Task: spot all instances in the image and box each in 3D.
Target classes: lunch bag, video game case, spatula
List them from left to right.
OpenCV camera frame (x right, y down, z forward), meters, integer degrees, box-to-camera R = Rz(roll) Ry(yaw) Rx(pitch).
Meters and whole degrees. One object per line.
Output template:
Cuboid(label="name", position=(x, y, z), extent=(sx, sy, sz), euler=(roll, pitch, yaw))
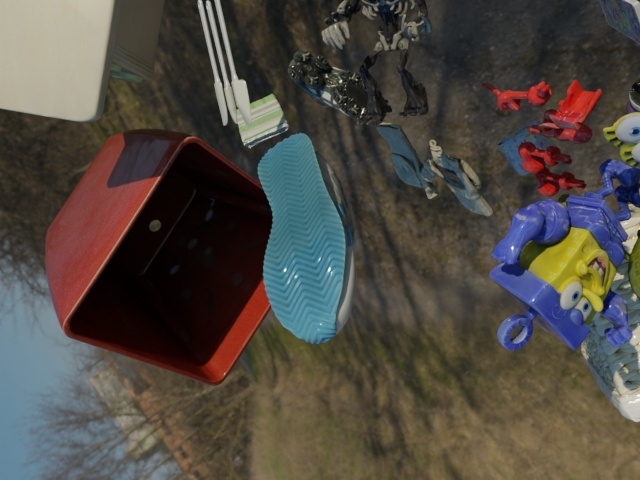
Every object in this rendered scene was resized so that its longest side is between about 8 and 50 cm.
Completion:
Cuboid(label="spatula", position=(-0.180, -0.334, 1.237), extent=(0.168, 0.019, 0.242), euler=(-156, 53, -66))
Cuboid(label="lunch bag", position=(0.349, -0.154, 1.123), extent=(0.071, 0.053, 0.083), euler=(52, 147, -4))
Cuboid(label="video game case", position=(0.476, -0.356, 1.046), extent=(0.087, 0.011, 0.122), euler=(48, -165, -35))

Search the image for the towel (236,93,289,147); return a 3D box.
Cuboid(label="towel", position=(-0.140, -0.283, 1.565), extent=(0.152, 0.113, 0.023), euler=(-112, -1, -47))

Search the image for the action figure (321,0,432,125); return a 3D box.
Cuboid(label="action figure", position=(0.098, -0.320, 1.014), extent=(0.164, 0.141, 0.276), euler=(-2, 114, 22))

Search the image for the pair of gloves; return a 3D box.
Cuboid(label="pair of gloves", position=(0.223, -0.138, 1.345), extent=(0.240, 0.042, 0.204), euler=(31, 165, 43))

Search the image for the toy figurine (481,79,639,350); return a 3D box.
Cuboid(label="toy figurine", position=(0.252, 0.028, 0.703), extent=(0.362, 0.217, 0.191), euler=(41, 172, -38))

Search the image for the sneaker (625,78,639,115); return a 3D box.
Cuboid(label="sneaker", position=(0.699, -0.217, 1.188), extent=(0.283, 0.107, 0.124), euler=(15, 152, 24))

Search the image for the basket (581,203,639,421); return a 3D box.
Cuboid(label="basket", position=(0.545, 0.065, 1.010), extent=(0.331, 0.328, 0.266), euler=(-7, -105, -77))

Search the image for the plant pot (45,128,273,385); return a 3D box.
Cuboid(label="plant pot", position=(-0.215, -0.001, 0.910), extent=(0.235, 0.267, 0.267), euler=(31, 178, 43))

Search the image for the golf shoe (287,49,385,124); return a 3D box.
Cuboid(label="golf shoe", position=(0.033, -0.273, 1.209), extent=(0.198, 0.077, 0.094), euler=(34, 176, 0))

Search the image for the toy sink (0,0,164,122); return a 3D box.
Cuboid(label="toy sink", position=(-0.260, -0.241, 0.700), extent=(0.152, 0.234, 0.131), euler=(10, -177, 6))

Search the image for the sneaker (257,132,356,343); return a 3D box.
Cuboid(label="sneaker", position=(0.000, 0.000, 0.626), extent=(0.092, 0.087, 0.229), euler=(46, -153, -42))
